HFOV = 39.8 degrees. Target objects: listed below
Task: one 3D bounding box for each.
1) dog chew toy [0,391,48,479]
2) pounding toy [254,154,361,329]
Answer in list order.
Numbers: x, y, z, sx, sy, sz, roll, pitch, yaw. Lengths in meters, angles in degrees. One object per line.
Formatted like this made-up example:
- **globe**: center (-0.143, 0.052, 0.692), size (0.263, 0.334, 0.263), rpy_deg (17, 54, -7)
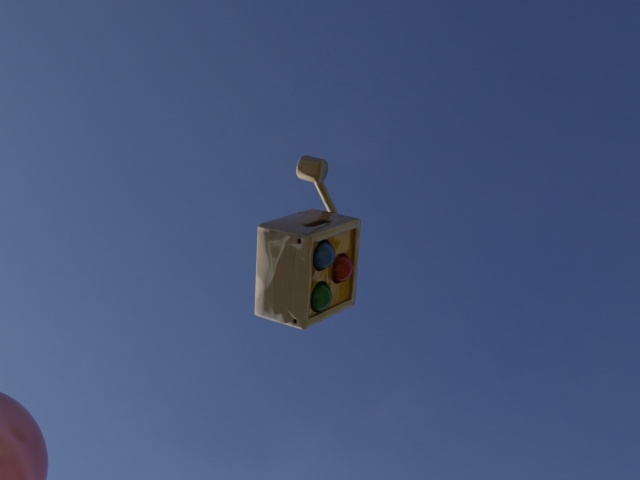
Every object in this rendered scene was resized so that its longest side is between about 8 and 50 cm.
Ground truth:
- **dog chew toy**: center (-0.400, 0.335, 0.965), size (0.207, 0.207, 0.331), rpy_deg (-1, -102, -23)
- **pounding toy**: center (0.006, -0.007, 1.196), size (0.181, 0.094, 0.206), rpy_deg (-19, -62, -53)
